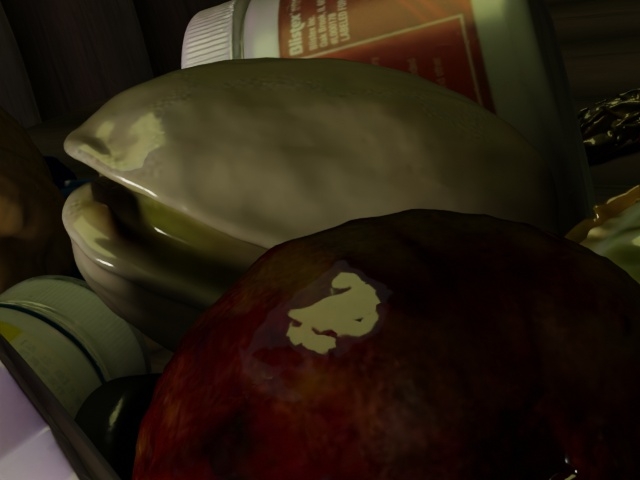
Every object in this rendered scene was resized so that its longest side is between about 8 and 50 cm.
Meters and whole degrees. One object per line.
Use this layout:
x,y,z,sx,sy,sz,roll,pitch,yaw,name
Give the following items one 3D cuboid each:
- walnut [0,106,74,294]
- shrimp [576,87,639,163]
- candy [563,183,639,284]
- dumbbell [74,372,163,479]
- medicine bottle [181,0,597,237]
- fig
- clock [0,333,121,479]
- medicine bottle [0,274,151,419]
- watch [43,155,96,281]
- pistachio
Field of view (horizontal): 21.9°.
-0.324,0.008,1.162,0.333,0.333,0.333,-16,13,4,walnut
0.324,-0.106,1.444,0.236,0.053,0.133,-14,33,0,shrimp
0.226,0.031,0.815,0.260,0.118,0.260,-18,15,5,candy
-0.032,0.112,0.849,0.191,0.100,0.100,-8,16,36,dumbbell
0.056,-0.075,1.168,0.241,0.252,0.252,-14,13,12,medicine bottle
0.020,0.126,0.647,0.217,0.217,0.321,-23,-15,-23,fig
-0.116,0.134,0.756,0.064,0.172,0.198,-36,54,-7,clock
-0.201,0.118,0.952,0.143,0.143,0.258,-12,13,22,medicine bottle
-0.178,0.012,1.371,0.200,0.171,0.196,5,20,24,watch
0.000,0.000,0.931,0.332,0.208,0.226,17,16,-29,pistachio
